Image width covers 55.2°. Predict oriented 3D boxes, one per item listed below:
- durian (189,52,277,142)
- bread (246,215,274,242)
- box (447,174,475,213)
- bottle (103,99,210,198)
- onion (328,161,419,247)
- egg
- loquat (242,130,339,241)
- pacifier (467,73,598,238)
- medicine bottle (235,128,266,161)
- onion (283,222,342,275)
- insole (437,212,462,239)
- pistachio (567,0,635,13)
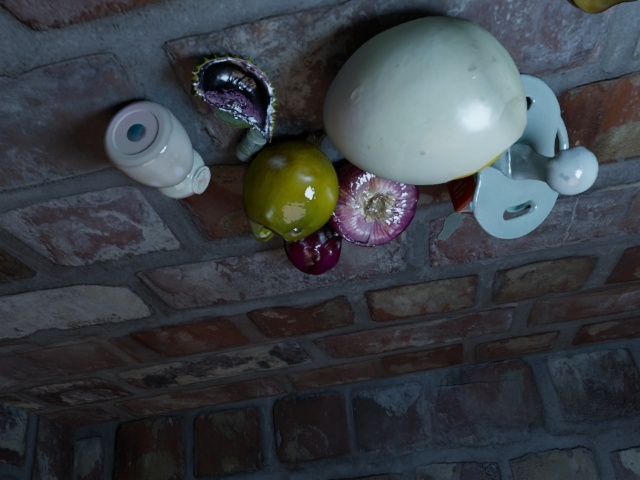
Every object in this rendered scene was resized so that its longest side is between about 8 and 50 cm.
[{"bbox_3d":[-0.163,-0.276,1.136,0.187,0.119,0.108,27,176,-29],"label":"durian"},{"bbox_3d":[-0.145,-0.045,1.539,0.083,0.094,0.157,-4,143,3],"label":"bread"},{"bbox_3d":[0.411,-0.144,1.475,0.133,0.099,0.182,6,147,-23],"label":"box"},{"bbox_3d":[-0.314,-0.163,1.238,0.148,0.147,0.236,-13,158,10],"label":"bottle"},{"bbox_3d":[0.114,-0.099,1.448,0.230,0.163,0.229,-4,111,-12],"label":"onion"},{"bbox_3d":[0.173,-0.235,1.063,0.345,0.283,0.283,-9,151,11],"label":"egg"},{"bbox_3d":[-0.055,-0.127,1.312,0.214,0.246,0.213,26,-179,0],"label":"loquat"},{"bbox_3d":[0.443,-0.158,1.232,0.288,0.269,0.343,-20,115,-22],"label":"pacifier"},{"bbox_3d":[-0.143,-0.206,1.287,0.047,0.047,0.083,10,147,-28],"label":"medicine bottle"},{"bbox_3d":[0.002,0.014,1.629,0.198,0.135,0.173,-27,148,29],"label":"onion"},{"bbox_3d":[0.369,-0.040,1.749,0.053,0.002,0.152,-1,151,-11],"label":"insole"},{"bbox_3d":[0.412,-0.459,0.855,0.213,0.162,0.260,-41,127,14],"label":"pistachio"}]
